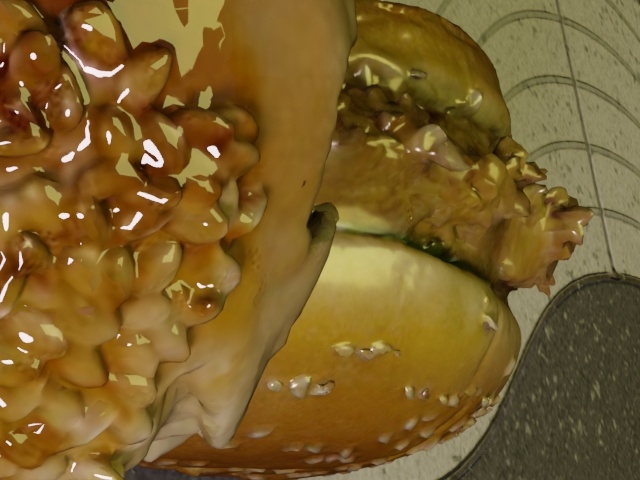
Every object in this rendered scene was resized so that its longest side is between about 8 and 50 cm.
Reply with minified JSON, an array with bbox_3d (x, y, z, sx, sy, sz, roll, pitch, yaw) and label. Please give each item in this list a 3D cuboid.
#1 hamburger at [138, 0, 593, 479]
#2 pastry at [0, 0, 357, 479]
[{"bbox_3d":[0.000,0.000,1.087,0.445,0.287,0.268,21,61,-50],"label":"hamburger"},{"bbox_3d":[-0.188,-0.058,0.691,0.245,0.409,0.410,-41,112,-79],"label":"pastry"}]
